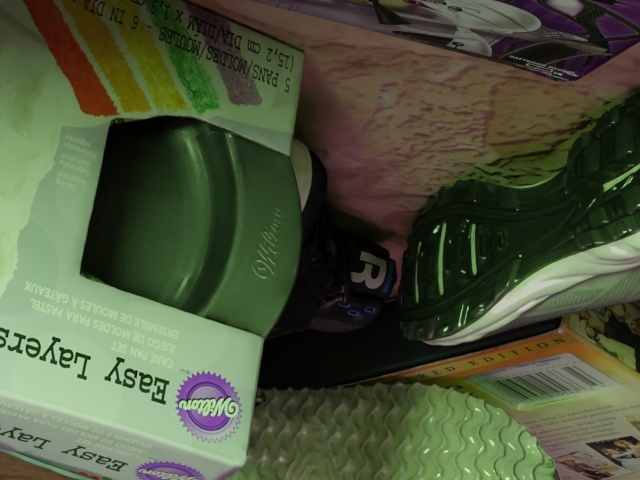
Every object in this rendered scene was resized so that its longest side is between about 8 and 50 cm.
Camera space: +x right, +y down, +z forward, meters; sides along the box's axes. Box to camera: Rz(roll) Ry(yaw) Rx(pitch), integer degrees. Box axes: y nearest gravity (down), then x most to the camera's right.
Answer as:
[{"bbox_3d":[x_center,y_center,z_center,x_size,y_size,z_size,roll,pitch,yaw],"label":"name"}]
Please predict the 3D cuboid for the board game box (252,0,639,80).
[{"bbox_3d":[-0.020,-0.144,0.624,0.347,0.056,0.208,13,168,-8],"label":"board game box"}]

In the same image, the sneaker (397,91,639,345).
[{"bbox_3d":[0.146,0.007,0.876,0.108,0.100,0.271,22,149,-34],"label":"sneaker"}]

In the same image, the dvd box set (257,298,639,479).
[{"bbox_3d":[0.189,0.153,1.169,0.307,0.062,0.420,-20,141,42],"label":"dvd box set"}]

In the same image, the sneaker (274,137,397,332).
[{"bbox_3d":[0.000,0.000,0.934,0.121,0.079,0.217,12,160,-14],"label":"sneaker"}]

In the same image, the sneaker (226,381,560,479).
[{"bbox_3d":[0.033,0.167,1.081,0.293,0.102,0.146,4,157,21],"label":"sneaker"}]

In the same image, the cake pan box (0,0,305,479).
[{"bbox_3d":[-0.139,-0.025,0.738,0.267,0.246,0.070,22,150,-22],"label":"cake pan box"}]

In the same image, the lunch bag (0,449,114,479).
[{"bbox_3d":[-0.233,0.048,0.999,0.262,0.160,0.223,14,157,14],"label":"lunch bag"}]
